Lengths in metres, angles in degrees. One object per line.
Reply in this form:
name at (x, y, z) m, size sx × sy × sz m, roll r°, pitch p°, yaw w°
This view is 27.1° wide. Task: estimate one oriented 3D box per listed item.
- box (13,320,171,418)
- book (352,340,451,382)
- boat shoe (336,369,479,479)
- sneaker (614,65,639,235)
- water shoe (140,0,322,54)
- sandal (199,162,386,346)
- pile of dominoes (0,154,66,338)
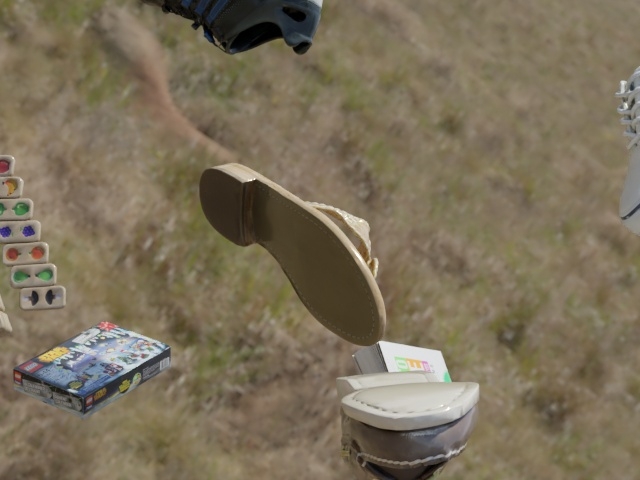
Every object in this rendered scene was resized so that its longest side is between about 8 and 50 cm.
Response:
box at (-0.230, 0.129, 1.348) m, size 0.094 × 0.027 × 0.137 m, roll 16°, pitch 26°, yaw 28°
book at (0.100, 0.161, 1.411) m, size 0.144 × 0.035 × 0.096 m, roll 13°, pitch 50°, yaw -56°
boat shoe at (0.071, 0.169, 1.148) m, size 0.116 × 0.097 × 0.324 m, roll -4°, pitch -2°, yaw -6°
sneaker at (0.320, -0.118, 1.265) m, size 0.091 × 0.094 × 0.258 m, roll 33°, pitch 56°, yaw -8°
water shoe at (-0.100, -0.227, 1.313) m, size 0.203 × 0.080 × 0.073 m, roll 6°, pitch -9°, yaw 20°
sandal at (0.001, -0.006, 1.064) m, size 0.079 × 0.088 × 0.240 m, roll -18°, pitch 37°, yaw -34°
pile of dominoes at (-0.447, 0.007, 1.664) m, size 0.040 × 0.196 × 0.251 m, roll 72°, pitch -5°, yaw -73°
